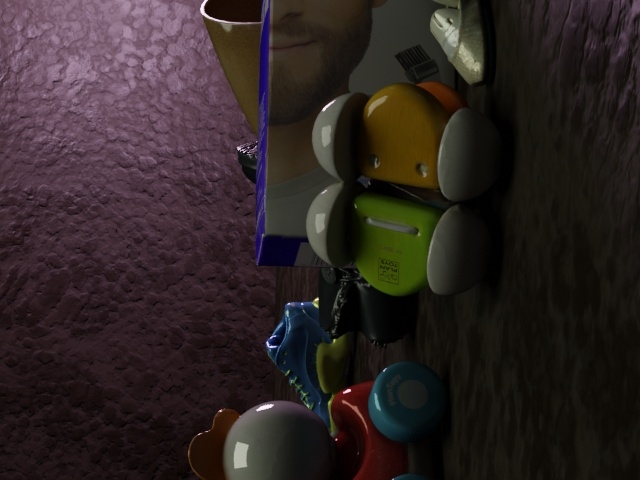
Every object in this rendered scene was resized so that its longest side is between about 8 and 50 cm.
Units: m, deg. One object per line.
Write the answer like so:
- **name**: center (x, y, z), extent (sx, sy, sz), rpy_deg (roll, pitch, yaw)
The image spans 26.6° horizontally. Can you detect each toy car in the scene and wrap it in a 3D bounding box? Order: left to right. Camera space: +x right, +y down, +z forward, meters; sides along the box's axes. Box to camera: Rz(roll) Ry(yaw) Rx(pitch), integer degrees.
- **toy car**: center (-0.010, 0.236, 1.313), extent (0.219, 0.238, 0.210), rpy_deg (104, 167, -63)
- **toy car**: center (0.082, -0.046, 1.140), extent (0.136, 0.159, 0.182), rpy_deg (-24, -58, -58)

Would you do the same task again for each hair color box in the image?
- **hair color box**: center (0.034, -0.146, 1.321), extent (0.110, 0.185, 0.339), rpy_deg (110, 161, -71)

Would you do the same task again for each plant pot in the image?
- **plant pot**: center (-0.015, -0.209, 1.792), extent (0.237, 0.237, 0.254), rpy_deg (-100, -1, -65)

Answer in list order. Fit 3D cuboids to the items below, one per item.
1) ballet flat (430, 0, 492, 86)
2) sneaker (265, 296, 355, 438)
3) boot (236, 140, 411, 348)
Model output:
- **ballet flat**: center (0.117, -0.201, 1.184), extent (0.057, 0.052, 0.168), rpy_deg (102, 168, -56)
- **sneaker**: center (-0.020, 0.185, 1.957), extent (0.091, 0.126, 0.240), rpy_deg (-104, 18, -70)
- **boot**: center (0.000, 0.000, 1.508), extent (0.246, 0.094, 0.207), rpy_deg (18, 118, 46)
